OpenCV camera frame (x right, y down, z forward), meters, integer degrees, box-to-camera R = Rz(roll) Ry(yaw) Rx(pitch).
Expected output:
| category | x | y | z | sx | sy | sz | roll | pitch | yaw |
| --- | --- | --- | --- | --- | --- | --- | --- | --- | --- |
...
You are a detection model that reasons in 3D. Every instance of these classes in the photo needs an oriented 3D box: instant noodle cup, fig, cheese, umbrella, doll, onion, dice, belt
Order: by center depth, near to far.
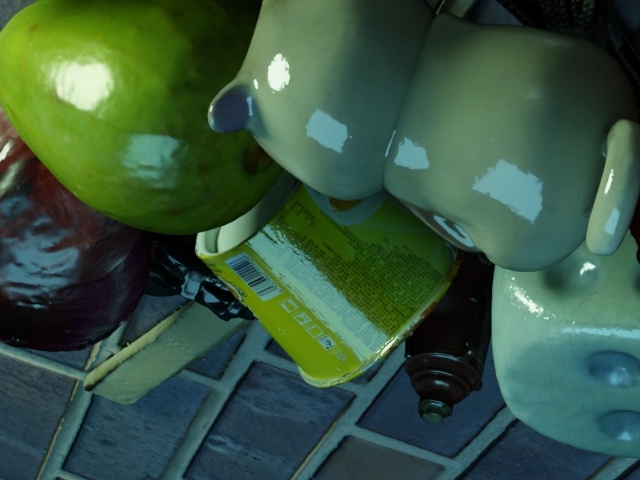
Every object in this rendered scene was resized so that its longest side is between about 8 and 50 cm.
| category | x | y | z | sx | sy | sz | roll | pitch | yaw |
| --- | --- | --- | --- | --- | --- | --- | --- | --- | --- |
| doll | 0.108 | -0.110 | 1.493 | 0.370 | 0.215 | 0.226 | 20 | 174 | 10 |
| belt | 0.243 | -0.194 | 1.593 | 0.126 | 0.094 | 0.359 | 2 | 144 | 27 |
| fig | -0.181 | -0.145 | 1.708 | 0.326 | 0.258 | 0.258 | 17 | 151 | 25 |
| dice | 0.332 | 0.056 | 1.773 | 0.265 | 0.268 | 0.262 | 3 | 146 | 19 |
| instant noodle cup | 0.000 | 0.000 | 1.862 | 0.200 | 0.264 | 0.264 | 41 | 141 | -21 |
| onion | -0.364 | -0.009 | 1.930 | 0.348 | 0.285 | 0.347 | 21 | 134 | 24 |
| umbrella | -0.132 | 0.046 | 2.123 | 0.340 | 0.118 | 0.118 | 15 | 148 | -10 |
| cheese | -0.215 | 0.152 | 2.371 | 0.085 | 0.034 | 0.400 | 24 | 147 | -22 |

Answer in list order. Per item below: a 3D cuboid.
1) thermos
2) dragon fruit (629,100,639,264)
| category | x | y | z | sx | sy | sz | roll | pitch | yaw |
| --- | --- | --- | --- | --- | --- | --- | --- | --- | --- |
| thermos | 0.154 | 0.104 | 1.953 | 0.099 | 0.232 | 0.124 | 27 | 145 | -17 |
| dragon fruit | 0.438 | -0.108 | 1.426 | 0.249 | 0.371 | 0.386 | 22 | 107 | -19 |
